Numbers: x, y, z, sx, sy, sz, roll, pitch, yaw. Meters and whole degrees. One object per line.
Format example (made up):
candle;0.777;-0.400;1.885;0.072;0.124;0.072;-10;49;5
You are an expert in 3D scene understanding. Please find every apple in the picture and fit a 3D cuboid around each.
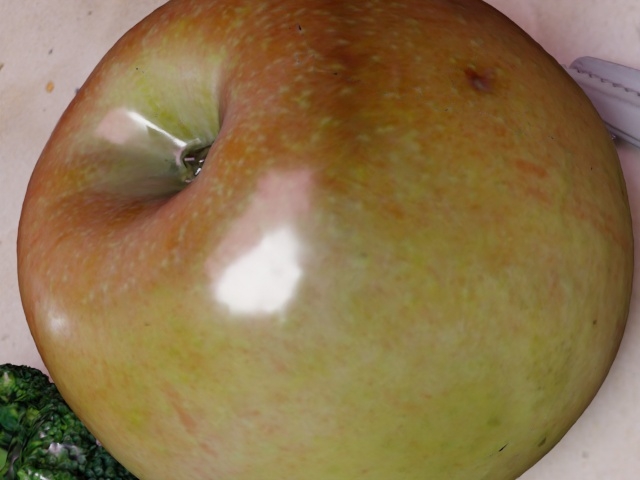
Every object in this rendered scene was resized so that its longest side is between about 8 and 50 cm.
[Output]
apple;0.000;0.000;0.624;0.319;0.277;0.319;-11;66;25

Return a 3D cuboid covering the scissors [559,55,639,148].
scissors;0.224;-0.057;0.650;0.030;0.118;0.242;-23;39;-29

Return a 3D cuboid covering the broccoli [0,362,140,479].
broccoli;-0.229;0.211;0.665;0.297;0.297;0.297;-31;52;50
